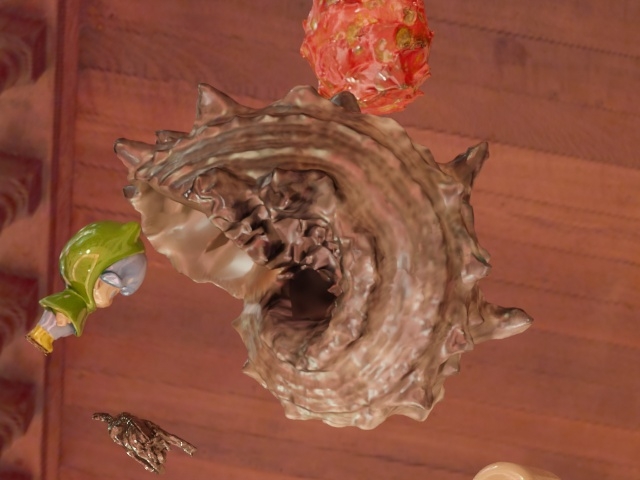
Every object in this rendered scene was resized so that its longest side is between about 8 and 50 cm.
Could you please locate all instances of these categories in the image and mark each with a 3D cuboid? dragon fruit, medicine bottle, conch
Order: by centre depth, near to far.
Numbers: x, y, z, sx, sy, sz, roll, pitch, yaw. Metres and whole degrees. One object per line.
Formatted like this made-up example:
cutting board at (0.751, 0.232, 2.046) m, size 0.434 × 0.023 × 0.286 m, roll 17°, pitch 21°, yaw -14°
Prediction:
conch at (-0.007, 0.011, 0.761) m, size 0.313 × 0.186 × 0.241 m, roll 31°, pitch 122°, yaw 0°
medicine bottle at (0.321, 0.402, 1.609) m, size 0.114 × 0.114 × 0.252 m, roll -32°, pitch 151°, yaw 22°
dragon fruit at (0.069, -0.323, 1.622) m, size 0.205 × 0.210 × 0.268 m, roll -8°, pitch 108°, yaw 30°

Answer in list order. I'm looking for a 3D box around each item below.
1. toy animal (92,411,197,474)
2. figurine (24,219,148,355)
toy animal at (-0.331, 0.363, 1.974) m, size 0.232 × 0.084 × 0.148 m, roll 15°, pitch 150°, yaw 50°
figurine at (-0.397, 0.075, 1.790) m, size 0.143 × 0.162 × 0.263 m, roll 40°, pitch 74°, yaw -6°
